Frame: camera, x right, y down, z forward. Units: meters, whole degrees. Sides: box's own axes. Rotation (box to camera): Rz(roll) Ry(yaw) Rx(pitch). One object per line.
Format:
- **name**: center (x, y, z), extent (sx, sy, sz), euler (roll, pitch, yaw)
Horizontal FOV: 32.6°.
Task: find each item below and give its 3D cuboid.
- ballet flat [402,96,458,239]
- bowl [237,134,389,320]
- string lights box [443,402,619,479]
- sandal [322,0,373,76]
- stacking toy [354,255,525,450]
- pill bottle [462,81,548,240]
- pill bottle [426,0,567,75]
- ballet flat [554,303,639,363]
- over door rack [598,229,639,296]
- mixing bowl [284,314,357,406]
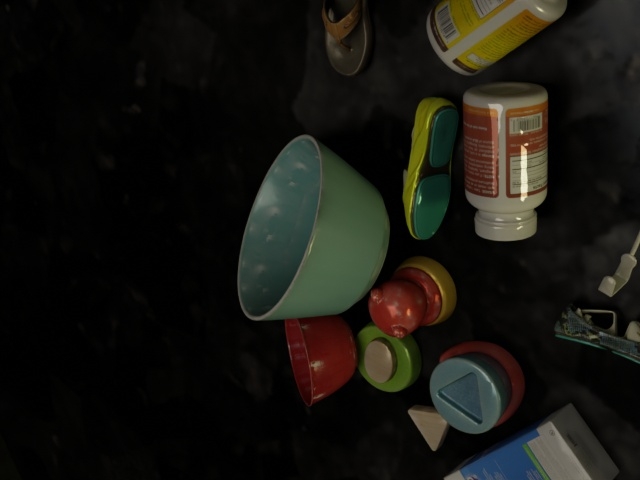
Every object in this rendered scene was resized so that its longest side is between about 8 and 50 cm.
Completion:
- **ballet flat**: center (0.166, -0.118, 1.721), extent (0.077, 0.077, 0.230), euler (38, 128, 48)
- **bowl**: center (0.000, 0.000, 1.783), extent (0.311, 0.163, 0.311), euler (-49, 31, 44)
- **string lights box**: center (0.336, 0.381, 1.777), extent (0.260, 0.077, 0.133), euler (-40, 81, 42)
- **sandal**: center (0.041, -0.364, 1.717), extent (0.090, 0.060, 0.219), euler (27, 123, 28)
- **stacking toy**: center (0.160, 0.218, 1.818), extent (0.309, 0.130, 0.279), euler (50, 131, 12)
- **pill bottle**: center (0.269, -0.115, 1.594), extent (0.121, 0.121, 0.216), euler (12, 115, 36)
- **pill bottle**: center (0.257, -0.328, 1.518), extent (0.215, 0.117, 0.117), euler (-32, 87, 42)
- **ballet flat**: center (0.436, 0.139, 1.609), extent (0.188, 0.070, 0.070), euler (19, 119, 28)
- **over door rack**: center (0.539, -0.018, 1.416), extent (0.240, 0.108, 0.324), euler (34, 120, 26)
- **mixing bowl**: center (0.006, 0.195, 1.933), extent (0.181, 0.098, 0.181), euler (170, 90, -78)
